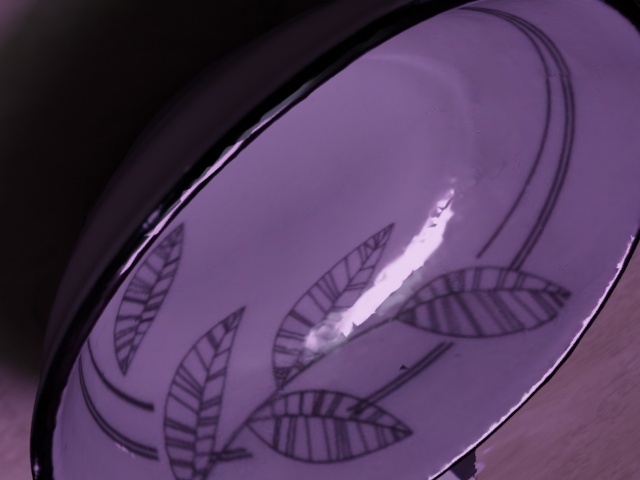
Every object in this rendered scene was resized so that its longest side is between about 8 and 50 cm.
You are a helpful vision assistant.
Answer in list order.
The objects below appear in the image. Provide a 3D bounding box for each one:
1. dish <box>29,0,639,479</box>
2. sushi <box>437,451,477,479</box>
[{"bbox_3d":[0.000,0.000,0.647,0.316,0.106,0.316,-26,144,-21],"label":"dish"},{"bbox_3d":[-0.026,0.258,0.995,0.290,0.050,0.264,-25,133,-19],"label":"sushi"}]
